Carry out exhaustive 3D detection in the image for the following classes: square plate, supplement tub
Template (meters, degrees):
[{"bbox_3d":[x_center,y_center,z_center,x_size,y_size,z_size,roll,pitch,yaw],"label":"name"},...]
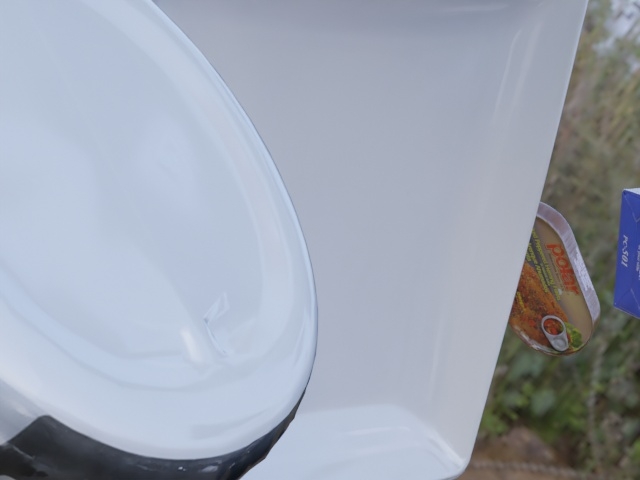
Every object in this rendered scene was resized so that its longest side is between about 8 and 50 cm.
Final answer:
[{"bbox_3d":[0.000,0.000,0.848,0.344,0.347,0.049,-4,22,-44],"label":"square plate"},{"bbox_3d":[-0.172,0.053,0.502,0.193,0.316,0.193,37,35,-32],"label":"supplement tub"}]

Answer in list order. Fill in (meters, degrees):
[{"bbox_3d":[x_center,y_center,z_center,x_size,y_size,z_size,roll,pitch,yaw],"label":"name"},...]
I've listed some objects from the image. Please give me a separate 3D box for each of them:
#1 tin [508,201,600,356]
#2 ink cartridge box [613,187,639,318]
[{"bbox_3d":[0.247,0.041,1.674,0.106,0.040,0.189,-6,-65,41],"label":"tin"},{"bbox_3d":[0.332,0.003,1.183,0.207,0.097,0.046,-6,16,-25],"label":"ink cartridge box"}]
